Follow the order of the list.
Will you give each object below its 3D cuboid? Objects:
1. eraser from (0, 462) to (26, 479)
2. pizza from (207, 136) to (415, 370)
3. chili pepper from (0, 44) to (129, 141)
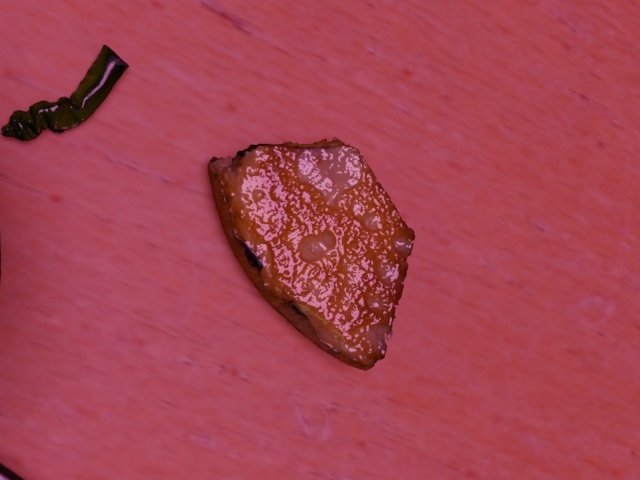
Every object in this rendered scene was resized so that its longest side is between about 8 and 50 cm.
[{"bbox_3d":[-0.177,0.152,0.444,0.122,0.029,0.052,39,77,-12],"label":"eraser"},{"bbox_3d":[0.000,0.000,0.505,0.099,0.036,0.160,-39,99,-15],"label":"pizza"},{"bbox_3d":[-0.145,-0.080,0.474,0.083,0.022,0.027,-41,132,-16],"label":"chili pepper"}]
